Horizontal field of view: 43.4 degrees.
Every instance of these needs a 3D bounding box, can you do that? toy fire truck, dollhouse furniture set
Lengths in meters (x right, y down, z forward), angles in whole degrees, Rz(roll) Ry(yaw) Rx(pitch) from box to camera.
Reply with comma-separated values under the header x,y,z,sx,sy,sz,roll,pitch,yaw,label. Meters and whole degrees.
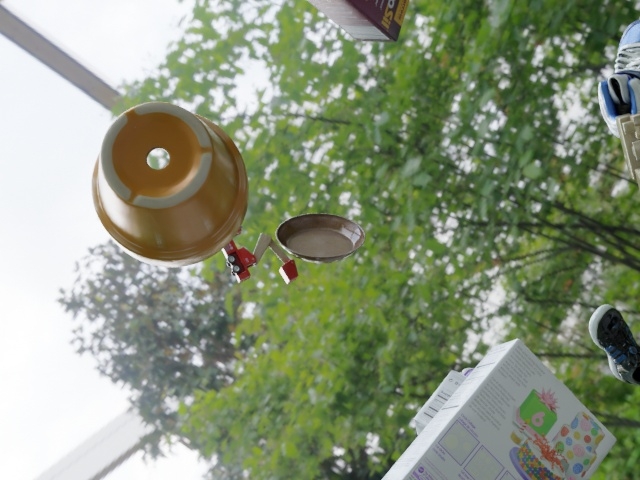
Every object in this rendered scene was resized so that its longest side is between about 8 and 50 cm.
x,y,z,sx,sy,sz,roll,pitch,yaw,label
-0.148,0.028,1.821,0.135,0.192,0.047,-26,-8,-14,toy fire truck
0.604,-0.160,1.402,0.151,0.123,0.144,-44,-62,-73,dollhouse furniture set

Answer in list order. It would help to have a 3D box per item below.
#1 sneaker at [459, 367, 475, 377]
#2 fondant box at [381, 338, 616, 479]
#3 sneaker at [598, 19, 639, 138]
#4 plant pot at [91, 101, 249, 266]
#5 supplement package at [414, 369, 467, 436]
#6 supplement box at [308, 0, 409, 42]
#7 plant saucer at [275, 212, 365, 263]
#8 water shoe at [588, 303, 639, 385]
x,y,z,sx,sy,sz,roll,pitch,yaw,label
0.332,0.362,1.868,0.170,0.068,0.071,-52,21,-26,sneaker
0.293,0.362,1.318,0.330,0.238,0.096,-44,-1,-22,fondant box
0.735,-0.391,1.883,0.236,0.130,0.323,11,-98,-55,sneaker
-0.193,-0.081,1.002,0.205,0.205,0.188,-58,-2,-11,plant pot
0.333,0.435,1.678,0.145,0.204,0.262,-46,-39,-25,supplement package
0.051,-0.375,1.175,0.188,0.080,0.104,21,-95,-54,supplement box
0.000,0.000,1.776,0.198,0.198,0.036,-37,-42,-48,plant saucer
0.569,0.195,1.494,0.073,0.080,0.203,-47,-56,-13,water shoe
